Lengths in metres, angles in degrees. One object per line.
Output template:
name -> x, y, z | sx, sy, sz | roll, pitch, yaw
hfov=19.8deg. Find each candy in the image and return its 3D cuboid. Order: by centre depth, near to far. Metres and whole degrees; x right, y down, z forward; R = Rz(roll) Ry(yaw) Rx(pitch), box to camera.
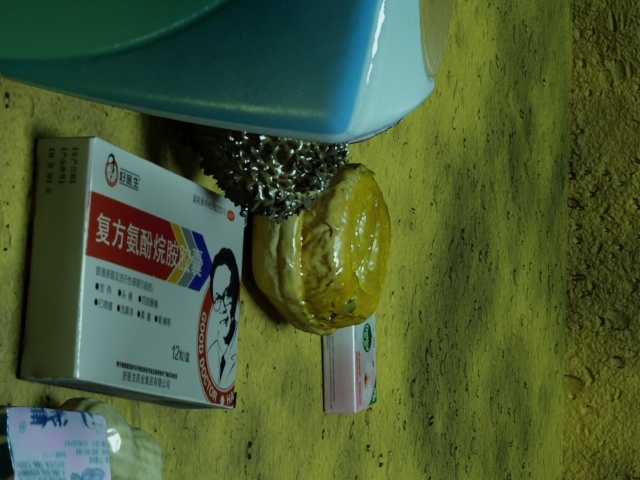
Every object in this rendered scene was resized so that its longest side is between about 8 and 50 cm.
candy -> -0.244, 0.168, 1.469 | 0.160, 0.092, 0.073 | 18, 67, -67

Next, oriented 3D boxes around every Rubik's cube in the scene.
Rubik's cube -> -0.063, -0.289, 1.508 | 0.352, 0.352, 0.347 | -50, 150, -71

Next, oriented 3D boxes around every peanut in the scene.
peanut -> -0.188, 0.200, 1.649 | 0.187, 0.082, 0.082 | 54, 40, -60

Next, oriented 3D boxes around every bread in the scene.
bread -> -0.001, 0.003, 2.094 | 0.236, 0.120, 0.198 | 51, 45, -59

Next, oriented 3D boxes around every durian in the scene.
durian -> -0.068, -0.108, 1.828 | 0.167, 0.196, 0.196 | -62, 153, -12

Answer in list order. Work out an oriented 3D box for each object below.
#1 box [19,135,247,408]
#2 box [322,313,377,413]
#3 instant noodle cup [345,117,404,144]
box -> -0.166, 0.041, 1.728 | 0.353, 0.069, 0.214 | 26, 65, -70
box -> 0.037, 0.151, 2.307 | 0.089, 0.043, 0.125 | -17, 106, -69
instant noodle cup -> 0.002, -0.244, 1.973 | 0.231, 0.243, 0.243 | 73, 25, -56
